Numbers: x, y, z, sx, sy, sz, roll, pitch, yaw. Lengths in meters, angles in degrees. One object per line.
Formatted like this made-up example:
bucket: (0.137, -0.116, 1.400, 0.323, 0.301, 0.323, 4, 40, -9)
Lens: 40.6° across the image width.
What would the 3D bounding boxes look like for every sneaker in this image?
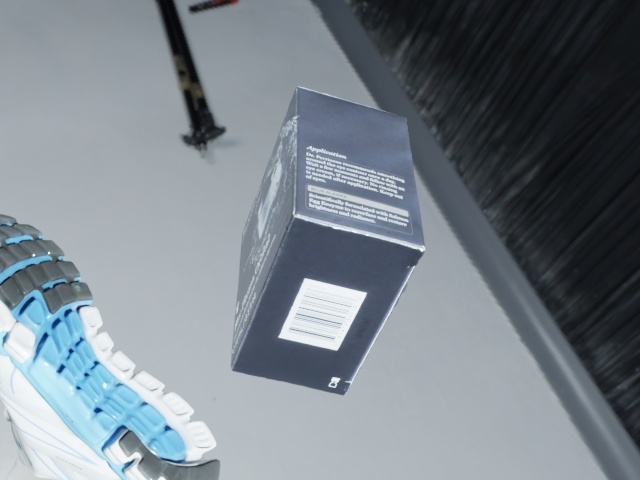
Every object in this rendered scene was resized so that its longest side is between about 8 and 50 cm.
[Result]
sneaker: (-0.141, 0.073, 0.436, 0.190, 0.083, 0.071, 53, 27, 0)

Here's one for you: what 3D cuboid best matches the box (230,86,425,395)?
box: (0.000, 0.000, 0.637, 0.093, 0.156, 0.158, 15, 39, -12)
